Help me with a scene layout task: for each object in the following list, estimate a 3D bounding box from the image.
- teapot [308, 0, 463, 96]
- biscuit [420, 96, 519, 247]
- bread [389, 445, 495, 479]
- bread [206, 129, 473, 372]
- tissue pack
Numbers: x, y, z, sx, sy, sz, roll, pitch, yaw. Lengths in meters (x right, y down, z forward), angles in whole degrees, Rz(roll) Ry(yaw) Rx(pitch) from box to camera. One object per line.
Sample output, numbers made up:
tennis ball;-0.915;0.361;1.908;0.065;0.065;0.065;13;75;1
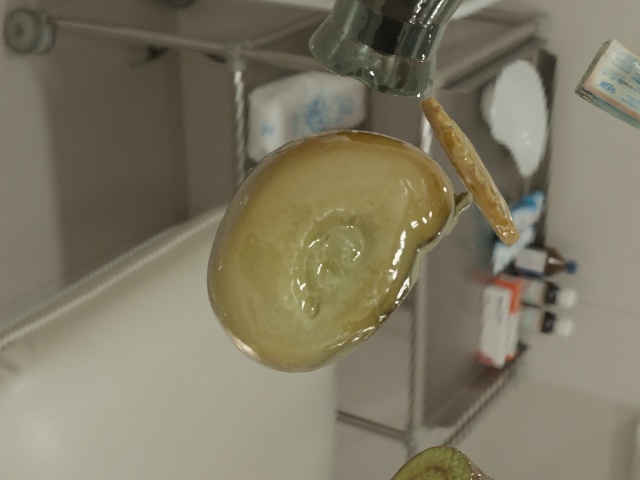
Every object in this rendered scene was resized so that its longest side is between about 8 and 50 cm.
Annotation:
teapot;0.131;-0.409;1.797;0.300;0.253;0.344;-62;175;-61
biscuit;0.273;-0.097;2.148;0.309;0.040;0.204;50;14;-39
bread;0.140;0.297;1.320;0.132;0.103;0.172;-50;137;-2
bread;0.000;0.000;1.661;0.348;0.253;0.376;-51;179;4
tissue pack;0.345;-0.173;1.412;0.074;0.094;0.059;-58;180;0
